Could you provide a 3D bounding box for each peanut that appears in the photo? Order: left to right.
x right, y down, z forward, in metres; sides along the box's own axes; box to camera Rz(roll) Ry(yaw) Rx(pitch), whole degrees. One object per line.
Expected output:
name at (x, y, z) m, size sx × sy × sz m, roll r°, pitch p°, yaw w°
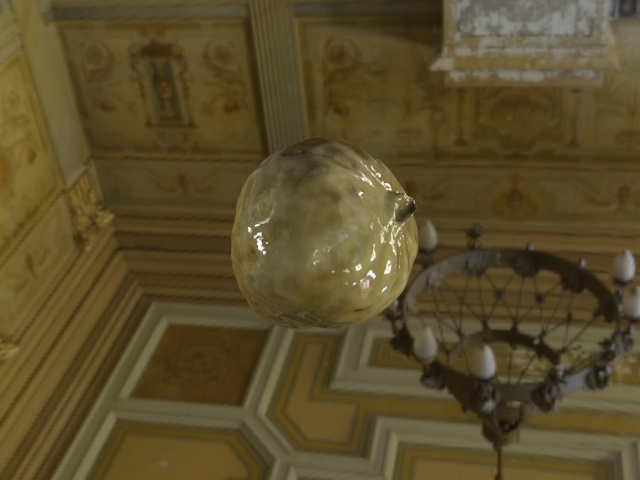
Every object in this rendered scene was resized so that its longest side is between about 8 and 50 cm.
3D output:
peanut at (0.000, 0.000, 0.619) m, size 0.129 × 0.129 × 0.224 m, roll -14°, pitch 177°, yaw -11°
